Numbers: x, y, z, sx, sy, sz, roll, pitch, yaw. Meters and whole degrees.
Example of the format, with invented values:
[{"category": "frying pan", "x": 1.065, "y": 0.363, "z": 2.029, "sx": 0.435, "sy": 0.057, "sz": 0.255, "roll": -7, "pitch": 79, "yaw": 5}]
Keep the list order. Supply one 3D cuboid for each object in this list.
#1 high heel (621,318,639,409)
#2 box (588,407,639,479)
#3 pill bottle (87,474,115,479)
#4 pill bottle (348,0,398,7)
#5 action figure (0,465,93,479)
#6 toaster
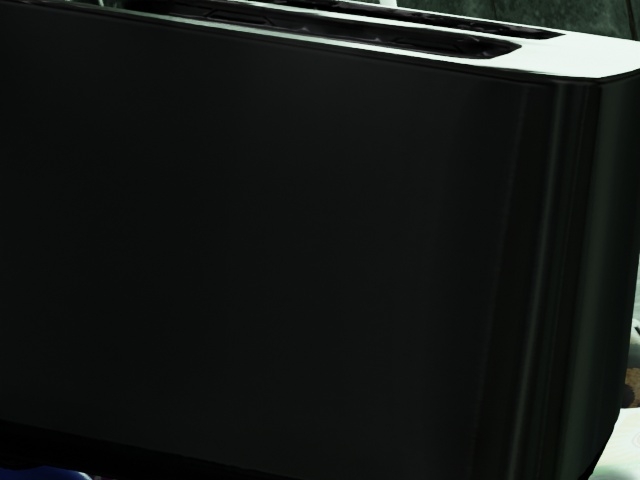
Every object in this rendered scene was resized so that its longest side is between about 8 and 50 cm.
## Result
[{"category": "high heel", "x": 0.058, "y": 0.102, "z": 0.773, "sx": 0.186, "sy": 0.093, "sz": 0.261, "roll": -30, "pitch": 18, "yaw": -2}, {"category": "box", "x": 0.107, "y": 0.110, "z": 0.466, "sx": 0.114, "sy": 0.103, "sz": 0.203, "roll": -8, "pitch": 9, "yaw": 24}, {"category": "pill bottle", "x": -0.194, "y": 0.113, "z": 0.662, "sx": 0.169, "sy": 0.169, "sz": 0.301, "roll": -8, "pitch": 8, "yaw": 25}, {"category": "pill bottle", "x": -0.050, "y": -0.079, "z": 1.091, "sx": 0.204, "sy": 0.361, "sz": 0.204, "roll": -12, "pitch": 8, "yaw": 2}, {"category": "action figure", "x": -0.081, "y": 0.066, "z": 0.602, "sx": 0.091, "sy": 0.280, "sz": 0.139, "roll": -43, "pitch": 32, "yaw": 26}, {"category": "toaster", "x": 0.000, "y": 0.000, "z": 0.483, "sx": 0.185, "sy": 0.110, "sz": 0.168, "roll": 10, "pitch": 11, "yaw": 14}]
